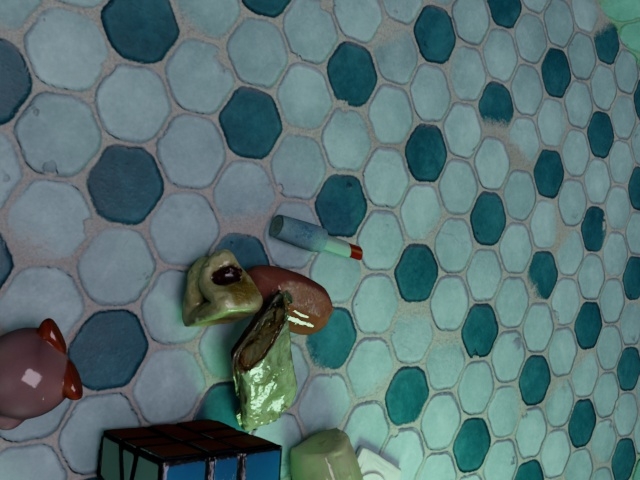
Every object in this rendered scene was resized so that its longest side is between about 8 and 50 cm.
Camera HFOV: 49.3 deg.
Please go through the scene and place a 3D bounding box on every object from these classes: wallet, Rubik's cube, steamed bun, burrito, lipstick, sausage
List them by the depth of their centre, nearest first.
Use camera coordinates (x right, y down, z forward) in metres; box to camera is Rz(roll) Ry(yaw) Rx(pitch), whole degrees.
[{"bbox_3d":[-0.272,0.534,1.412,0.284,0.294,0.288,5,89,-38],"label":"Rubik's cube"},{"bbox_3d":[-0.225,0.102,1.542,0.141,0.172,0.155,1,71,-47],"label":"steamed bun"},{"bbox_3d":[-0.126,0.290,1.576,0.175,0.107,0.347,-36,140,-41],"label":"burrito"},{"bbox_3d":[-0.075,0.144,1.657,0.255,0.148,0.148,25,76,-37],"label":"sausage"},{"bbox_3d":[0.010,0.591,1.725,0.200,0.171,0.225,10,65,-67],"label":"steamed bun"},{"bbox_3d":[0.000,0.000,1.754,0.274,0.061,0.068,18,77,-35],"label":"lipstick"},{"bbox_3d":[0.147,0.644,1.889,0.183,0.032,0.124,39,66,-29],"label":"wallet"}]

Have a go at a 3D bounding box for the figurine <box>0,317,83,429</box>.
[{"bbox_3d":[-0.547,0.246,1.287,0.173,0.173,0.173,0,91,-37],"label":"figurine"}]
